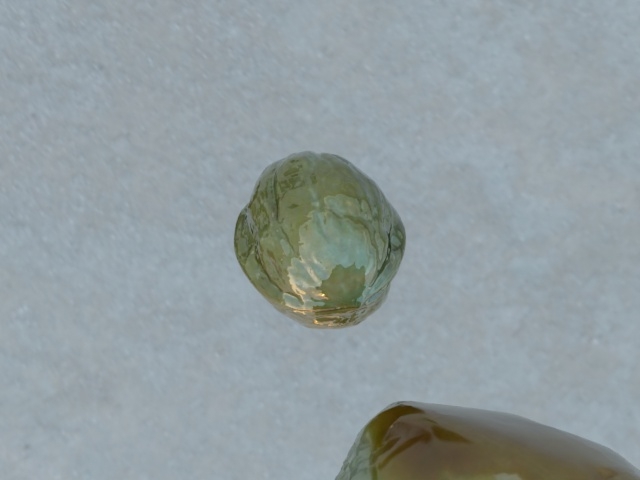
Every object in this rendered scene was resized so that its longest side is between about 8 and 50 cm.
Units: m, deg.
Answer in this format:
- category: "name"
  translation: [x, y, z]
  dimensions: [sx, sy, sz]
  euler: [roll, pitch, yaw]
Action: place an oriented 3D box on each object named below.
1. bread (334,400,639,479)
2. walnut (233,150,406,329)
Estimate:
- category: "bread"
  translation: [0.098, 0.215, 0.620]
  dimensions: [0.225, 0.250, 0.279]
  euler: [-46, 150, -19]
- category: "walnut"
  translation: [0.000, 0.000, 0.696]
  dimensions: [0.092, 0.092, 0.092]
  euler: [-14, 124, -22]
